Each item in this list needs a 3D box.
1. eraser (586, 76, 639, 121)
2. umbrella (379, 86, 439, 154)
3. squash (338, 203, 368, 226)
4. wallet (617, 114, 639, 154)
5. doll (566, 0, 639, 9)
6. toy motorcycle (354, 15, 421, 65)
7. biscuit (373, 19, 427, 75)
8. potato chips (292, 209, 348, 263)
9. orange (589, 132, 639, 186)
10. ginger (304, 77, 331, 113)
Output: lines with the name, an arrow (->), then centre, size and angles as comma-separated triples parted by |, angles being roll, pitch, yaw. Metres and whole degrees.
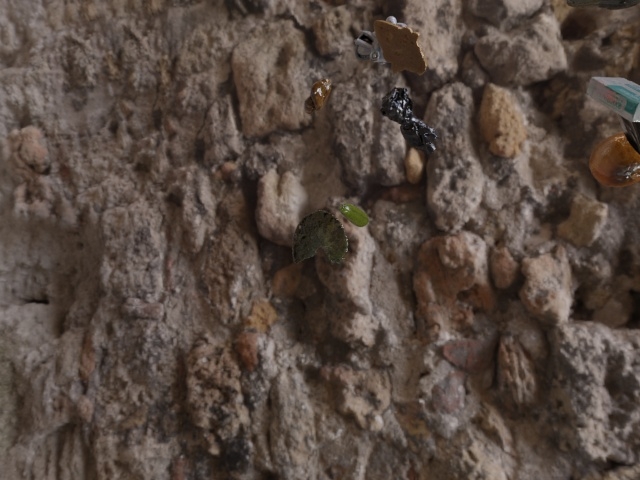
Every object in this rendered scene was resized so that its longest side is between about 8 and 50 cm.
eraser -> 0.774, -0.357, 1.185 | 0.225, 0.095, 0.052 | -91, -177, -55
umbrella -> 0.313, -0.408, 1.639 | 0.272, 0.122, 0.110 | 43, 44, -26
squash -> 0.129, -0.102, 1.855 | 0.201, 0.066, 0.066 | 25, 57, -54
wallet -> 0.957, -0.365, 1.438 | 0.245, 0.052, 0.169 | 44, 26, -30
doll -> 0.923, -0.951, 1.625 | 0.379, 0.382, 0.252 | -69, 147, -45
toy motorcycle -> 0.258, -0.759, 1.787 | 0.110, 0.260, 0.171 | -19, 119, -65
biscuit -> 0.282, -0.685, 1.667 | 0.250, 0.162, 0.035 | 45, 43, -3
potato chips -> -0.002, -0.001, 1.583 | 0.029, 0.219, 0.202 | 28, 81, -57
orange -> 1.168, -0.305, 1.823 | 0.224, 0.224, 0.170 | 65, 28, -44
ginger -> -0.014, -0.563, 1.869 | 0.162, 0.073, 0.103 | -56, 180, 29
